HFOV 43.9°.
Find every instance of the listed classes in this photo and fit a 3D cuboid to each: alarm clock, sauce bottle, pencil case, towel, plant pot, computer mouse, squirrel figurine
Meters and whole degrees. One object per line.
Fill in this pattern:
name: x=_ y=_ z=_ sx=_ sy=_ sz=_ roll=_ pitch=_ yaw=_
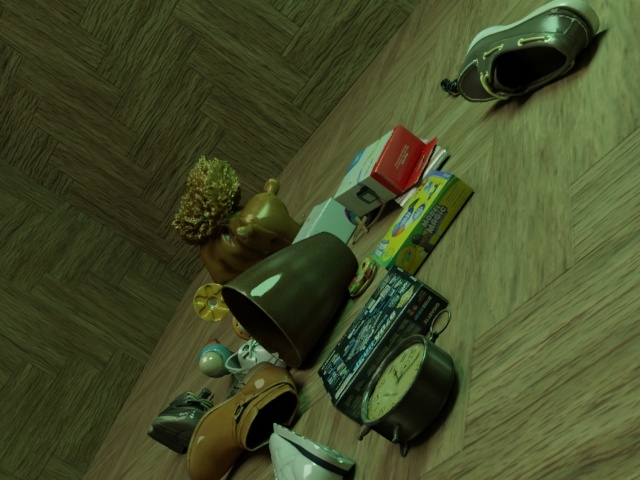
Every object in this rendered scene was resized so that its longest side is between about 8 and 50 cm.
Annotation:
alarm clock: x=0.118 y=0.167 z=0.980 sx=0.192 sy=0.064 sz=0.129 roll=-62 pitch=12 yaw=-19
sauce bottle: x=-0.337 y=0.452 z=2.126 sx=0.128 sy=0.042 sz=0.042 roll=-52 pitch=11 yaw=4
pencil case: x=0.107 y=-0.107 z=1.818 sx=0.151 sy=0.070 sz=0.064 roll=-61 pitch=-29 yaw=-33
towel: x=0.198 y=-0.139 z=1.644 sx=0.144 sy=0.029 sz=0.197 roll=-54 pitch=14 yaw=8
plant pot: x=-0.039 y=0.094 z=1.569 sx=0.230 sy=0.215 sz=0.215 roll=-44 pitch=6 yaw=-21
computer mouse: x=0.342 y=-0.415 z=1.799 sx=0.193 sy=0.042 sz=0.106 roll=-53 pitch=10 yaw=12
squirrel figurine: x=-0.225 y=-0.040 z=2.170 sx=0.281 sy=0.397 sz=0.370 roll=-55 pitch=1 yaw=-22

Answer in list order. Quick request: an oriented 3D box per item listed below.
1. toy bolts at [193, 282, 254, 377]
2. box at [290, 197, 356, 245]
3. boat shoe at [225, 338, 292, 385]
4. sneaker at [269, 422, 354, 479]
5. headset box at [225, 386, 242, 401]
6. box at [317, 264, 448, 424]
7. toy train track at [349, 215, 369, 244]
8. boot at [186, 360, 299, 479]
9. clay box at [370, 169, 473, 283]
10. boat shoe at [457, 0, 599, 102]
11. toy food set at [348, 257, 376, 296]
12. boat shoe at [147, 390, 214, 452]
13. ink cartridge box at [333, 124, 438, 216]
toy bolts: x=-0.252 y=0.231 z=2.000 sx=0.228 sy=0.218 sz=0.158 roll=-62 pitch=-3 yaw=2
box: x=0.000 y=0.000 z=1.894 sx=0.170 sy=0.091 sz=0.130 roll=-59 pitch=11 yaw=-15
boat shoe: x=-0.135 y=0.254 z=1.725 sx=0.096 sy=0.088 sz=0.267 roll=-60 pitch=12 yaw=-25
sneaker: x=-0.034 y=0.324 z=1.127 sx=0.094 sy=0.090 sz=0.235 roll=-67 pitch=12 yaw=-11
headset box: x=-0.189 y=0.363 z=1.782 sx=0.062 sy=0.032 sz=0.083 roll=-59 pitch=13 yaw=-16
box: x=0.087 y=0.149 z=1.199 sx=0.220 sy=0.051 sz=0.175 roll=-55 pitch=11 yaw=1
toy train track: x=0.088 y=-0.023 z=1.772 sx=0.014 sy=0.048 sz=0.083 roll=-7 pitch=-40 yaw=-39
boot: x=-0.140 y=0.359 z=1.461 sx=0.283 sy=0.109 sz=0.220 roll=-49 pitch=14 yaw=-6
clay box: x=0.161 y=-0.016 z=1.362 sx=0.222 sy=0.053 sz=0.127 roll=-54 pitch=11 yaw=2
boat shoe: x=0.326 y=-0.298 z=1.347 sx=0.096 sy=0.117 sz=0.324 roll=-56 pitch=16 yaw=-22
toy food set: x=0.080 y=0.071 z=1.531 sx=0.083 sy=0.020 sz=0.082 roll=-55 pitch=11 yaw=0
boat shoe: x=-0.332 y=0.429 z=1.939 sx=0.130 sy=0.132 sz=0.355 roll=-61 pitch=14 yaw=-26
ink cartridge box: x=0.134 y=-0.149 z=1.657 sx=0.231 sy=0.078 sz=0.134 roll=-30 pitch=28 yaw=58
